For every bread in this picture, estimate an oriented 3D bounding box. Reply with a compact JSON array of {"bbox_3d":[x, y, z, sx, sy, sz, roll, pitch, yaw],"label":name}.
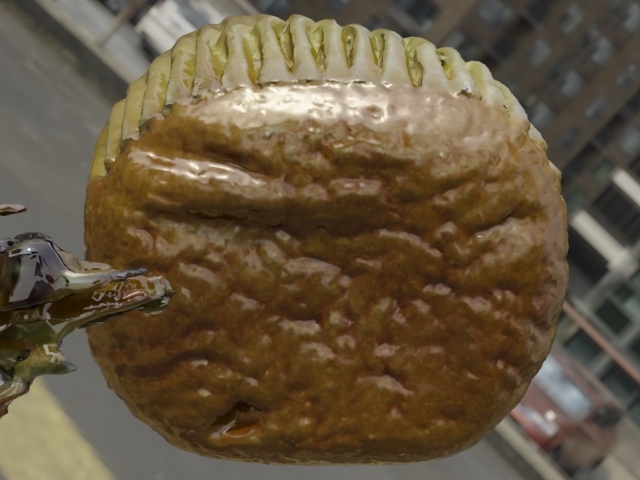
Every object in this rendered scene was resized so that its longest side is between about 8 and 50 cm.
[{"bbox_3d":[0.000,0.000,0.940,0.253,0.227,0.142,7,20,-10],"label":"bread"}]

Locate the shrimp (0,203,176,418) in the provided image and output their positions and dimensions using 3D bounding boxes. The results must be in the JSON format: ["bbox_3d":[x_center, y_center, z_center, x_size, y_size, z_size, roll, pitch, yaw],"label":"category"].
[{"bbox_3d":[-0.174,0.051,0.550,0.061,0.267,0.145,-128,-157,-75],"label":"shrimp"}]
